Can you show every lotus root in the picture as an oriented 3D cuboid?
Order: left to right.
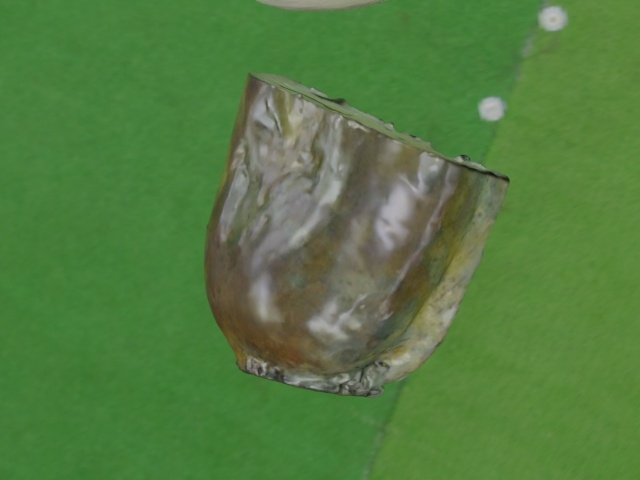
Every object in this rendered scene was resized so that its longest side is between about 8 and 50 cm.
[{"bbox_3d":[-0.013,0.007,1.490,0.267,0.149,0.260,29,101,36],"label":"lotus root"}]

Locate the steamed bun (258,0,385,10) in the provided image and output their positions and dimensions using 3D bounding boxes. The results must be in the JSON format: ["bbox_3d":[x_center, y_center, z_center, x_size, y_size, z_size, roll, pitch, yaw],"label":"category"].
[{"bbox_3d":[0.022,-0.198,0.770,0.131,0.228,0.177,-2,105,19],"label":"steamed bun"}]
